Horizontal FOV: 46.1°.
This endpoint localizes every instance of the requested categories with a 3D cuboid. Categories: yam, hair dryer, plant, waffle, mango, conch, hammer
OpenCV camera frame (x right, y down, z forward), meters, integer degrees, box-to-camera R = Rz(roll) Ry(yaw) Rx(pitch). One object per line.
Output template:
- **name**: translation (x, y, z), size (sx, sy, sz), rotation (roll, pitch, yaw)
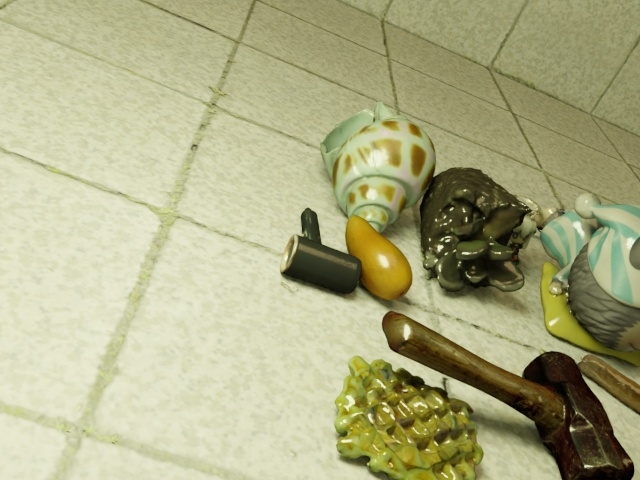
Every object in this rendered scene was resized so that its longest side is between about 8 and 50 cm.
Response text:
- **yam**: translation (0.584, 0.292, 1.361), size (0.264, 0.046, 0.046), rotation (36, 30, 14)
- **hair dryer**: translation (0.000, 0.000, 1.343), size (0.128, 0.070, 0.255), rotation (21, 25, -12)
- **plant**: translation (0.302, -0.021, 1.487), size (0.199, 0.188, 0.276), rotation (17, 31, -15)
- **waffle**: translation (0.127, 0.250, 1.040), size (0.223, 0.054, 0.204), rotation (25, 28, -3)
- **mango**: translation (0.093, 0.032, 1.326), size (0.085, 0.102, 0.184), rotation (-25, 48, -16)
- **conch**: translation (0.110, -0.148, 1.541), size (0.249, 0.197, 0.368), rotation (-3, 24, 24)
- **hammer**: translation (0.266, 0.210, 1.111), size (0.409, 0.095, 0.242), rotation (30, 27, -20)

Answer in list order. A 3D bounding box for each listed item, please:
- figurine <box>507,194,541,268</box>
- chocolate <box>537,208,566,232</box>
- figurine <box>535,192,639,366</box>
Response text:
- **figurine**: translation (0.411, -0.027, 1.625), size (0.132, 0.154, 0.132), rotation (21, 29, -12)
- **chocolate**: translation (0.684, 0.015, 1.835), size (0.343, 0.126, 0.148), rotation (15, 72, -13)
- **figurine**: translation (0.613, 0.008, 1.451), size (0.266, 0.378, 0.361), rotation (9, 51, -23)
